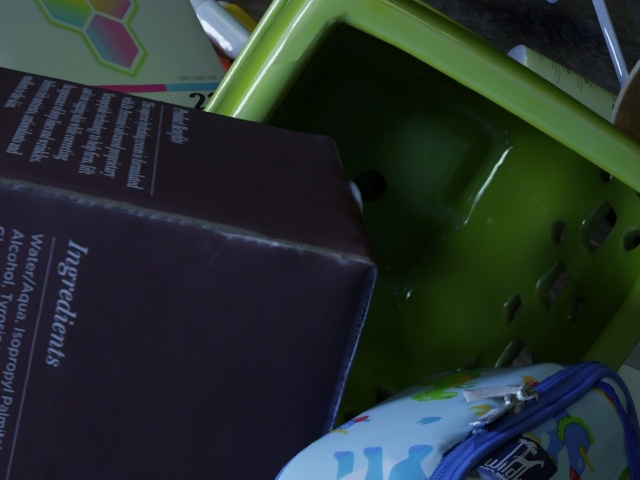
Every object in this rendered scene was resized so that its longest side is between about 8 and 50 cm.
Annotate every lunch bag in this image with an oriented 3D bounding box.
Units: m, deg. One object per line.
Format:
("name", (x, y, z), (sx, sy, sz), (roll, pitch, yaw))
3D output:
("lunch bag", (0.066, 0.156, 0.501), (0.090, 0.218, 0.176), (-7, 5, 32))

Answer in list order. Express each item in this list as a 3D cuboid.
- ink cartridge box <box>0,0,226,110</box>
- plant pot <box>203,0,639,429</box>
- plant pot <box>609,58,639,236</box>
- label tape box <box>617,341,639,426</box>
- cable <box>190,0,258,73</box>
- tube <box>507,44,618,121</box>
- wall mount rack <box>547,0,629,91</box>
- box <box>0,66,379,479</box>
("ink cartridge box", (-0.180, -0.145, 0.852), (0.189, 0.097, 0.255), (-11, 71, -51))
("plant pot", (0.032, -0.014, 0.755), (0.227, 0.228, 0.207), (29, 17, -15))
("plant pot", (0.418, -0.056, 1.242), (0.254, 0.237, 0.237), (26, 21, -38))
("label tape box", (0.243, 0.151, 0.791), (0.241, 0.106, 0.333), (27, 26, 0))
("cable", (-0.014, -0.089, 1.040), (0.287, 0.072, 0.139), (32, 32, 10))
("tube", (0.280, -0.114, 1.375), (0.240, 0.062, 0.070), (24, 66, -15))
("wall mount rack", (0.318, -0.266, 1.622), (0.304, 0.130, 0.350), (39, 28, 31))
("box", (-0.102, 0.035, 0.560), (0.203, 0.167, 0.168), (13, 17, -8))
